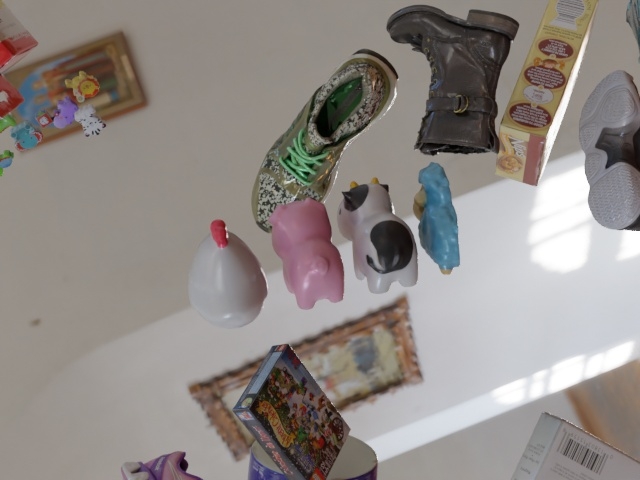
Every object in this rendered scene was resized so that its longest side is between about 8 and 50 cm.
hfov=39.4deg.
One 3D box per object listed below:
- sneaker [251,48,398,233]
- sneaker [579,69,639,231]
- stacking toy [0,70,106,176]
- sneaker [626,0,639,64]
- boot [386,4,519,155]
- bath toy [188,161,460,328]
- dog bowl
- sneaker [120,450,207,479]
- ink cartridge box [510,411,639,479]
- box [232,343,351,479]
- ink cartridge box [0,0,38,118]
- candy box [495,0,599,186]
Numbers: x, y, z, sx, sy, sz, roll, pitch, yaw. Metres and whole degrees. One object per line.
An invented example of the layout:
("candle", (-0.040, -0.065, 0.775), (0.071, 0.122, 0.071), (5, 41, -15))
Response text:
("sneaker", (-0.017, -0.187, 1.700), (0.158, 0.410, 0.182), (36, -167, 6))
("sneaker", (0.477, -0.119, 1.346), (0.101, 0.153, 0.269), (-30, 46, 50))
("stacking toy", (-0.480, -0.200, 1.561), (0.052, 0.221, 0.167), (62, 179, -37))
("sneaker", (0.560, -0.417, 1.520), (0.122, 0.110, 0.283), (-149, 49, -74))
("boot", (0.188, -0.250, 1.428), (0.263, 0.091, 0.229), (14, 89, 42))
("bath toy", (0.000, 0.000, 1.108), (0.151, 0.348, 0.129), (-133, 32, -59))
("dog bowl", (-0.016, 0.478, 1.818), (0.265, 0.264, 0.104), (-127, 40, -76))
("sneaker", (-0.178, 0.377, 1.209), (0.236, 0.104, 0.095), (49, 150, 33))
("ink cartridge box", (0.369, 0.401, 1.216), (0.275, 0.239, 0.060), (30, 173, -16))
("box", (-0.047, 0.327, 1.627), (0.233, 0.044, 0.159), (56, -137, -24))
("ink cartridge box", (-0.455, -0.280, 1.163), (0.231, 0.078, 0.134), (51, -170, -18))
("candy box", (0.408, -0.280, 1.615), (0.183, 0.087, 0.316), (71, -139, -65))
